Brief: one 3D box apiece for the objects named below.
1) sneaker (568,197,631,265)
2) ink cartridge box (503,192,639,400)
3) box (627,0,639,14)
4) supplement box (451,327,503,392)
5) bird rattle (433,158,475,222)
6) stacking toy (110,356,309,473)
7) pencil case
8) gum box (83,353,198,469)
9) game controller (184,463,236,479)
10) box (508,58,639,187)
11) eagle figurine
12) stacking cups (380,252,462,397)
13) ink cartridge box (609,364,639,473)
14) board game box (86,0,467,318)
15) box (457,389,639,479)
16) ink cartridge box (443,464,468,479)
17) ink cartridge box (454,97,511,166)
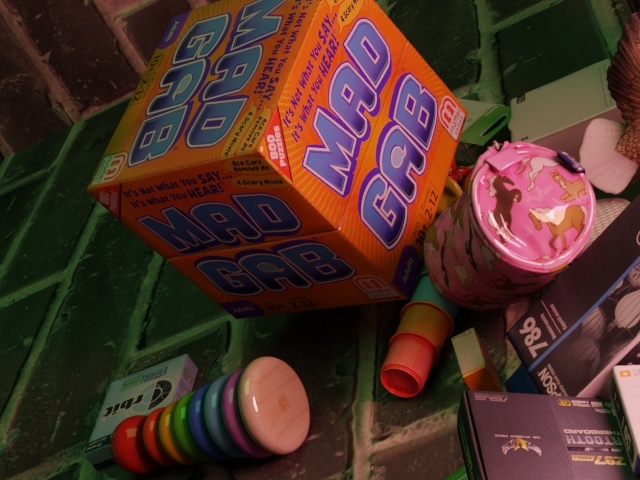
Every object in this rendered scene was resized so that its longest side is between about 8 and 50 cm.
[{"bbox_3d":[0.410,0.026,1.694,0.126,0.127,0.321,-35,16,-14],"label":"sneaker"},{"bbox_3d":[0.328,0.102,1.523,0.332,0.065,0.165,-51,33,20],"label":"ink cartridge box"},{"bbox_3d":[0.583,-0.310,1.848,0.179,0.343,0.312,-28,26,5],"label":"box"},{"bbox_3d":[0.209,0.169,1.723,0.036,0.062,0.098,-28,26,10],"label":"supplement box"},{"bbox_3d":[0.241,-0.072,2.117,0.207,0.143,0.253,-11,17,15],"label":"bird rattle"},{"bbox_3d":[-0.182,0.277,1.903,0.330,0.141,0.141,-21,27,32],"label":"stacking toy"},{"bbox_3d":[0.234,-0.008,1.689,0.386,0.160,0.167,108,-178,-77],"label":"pencil case"},{"bbox_3d":[-0.291,0.278,2.117,0.157,0.041,0.184,-21,28,20],"label":"gum box"},{"bbox_3d":[-0.249,0.426,1.795,0.319,0.067,0.166,-34,11,-6],"label":"game controller"},{"bbox_3d":[0.404,-0.172,2.059,0.182,0.119,0.181,-22,27,20],"label":"box"},{"bbox_3d":[0.461,-0.160,1.636,0.298,0.226,0.225,41,-108,-77],"label":"eagle figurine"},{"bbox_3d":[0.164,0.090,1.880,0.096,0.096,0.316,-14,30,34],"label":"stacking cups"},{"bbox_3d":[0.423,0.199,1.358,0.206,0.045,0.208,-2,27,4],"label":"ink cartridge box"},{"bbox_3d":[-0.054,-0.136,1.958,0.356,0.356,0.356,-10,48,41],"label":"board game box"},{"bbox_3d":[0.273,0.239,1.394,0.233,0.059,0.183,4,28,-3],"label":"box"},{"bbox_3d":[0.164,0.370,1.369,0.189,0.097,0.255,-34,25,-7],"label":"ink cartridge box"},{"bbox_3d":[0.275,-0.191,2.307,0.109,0.062,0.209,-40,26,-17],"label":"ink cartridge box"}]
